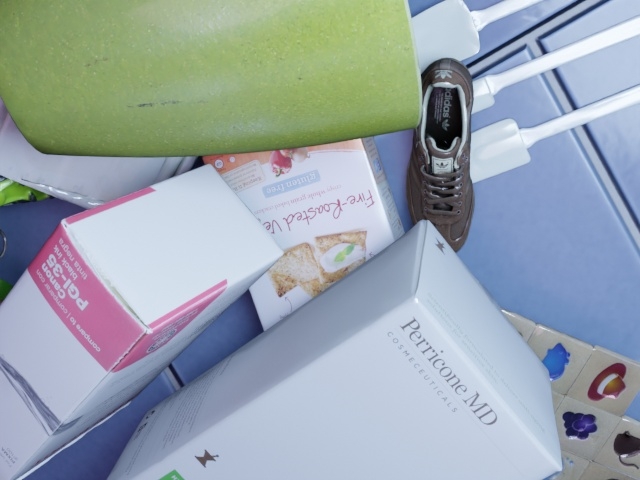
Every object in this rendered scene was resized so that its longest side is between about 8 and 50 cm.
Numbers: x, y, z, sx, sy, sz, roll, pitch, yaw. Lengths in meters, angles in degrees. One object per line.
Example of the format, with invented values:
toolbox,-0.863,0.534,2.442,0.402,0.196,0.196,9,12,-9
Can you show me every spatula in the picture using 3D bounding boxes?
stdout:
spatula,0.197,-0.162,0.796,0.242,0.019,0.168,-21,96,17

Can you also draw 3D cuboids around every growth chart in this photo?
growth chart,-0.219,-0.102,0.823,0.237,0.021,0.172,29,107,-33

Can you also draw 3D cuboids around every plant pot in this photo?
plant pot,-0.102,-0.176,0.689,0.293,0.275,0.275,-18,99,-1

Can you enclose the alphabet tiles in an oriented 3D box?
alphabet tiles,0.147,0.192,0.853,0.342,0.011,0.285,22,116,-1

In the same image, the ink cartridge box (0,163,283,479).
ink cartridge box,-0.198,0.078,0.807,0.117,0.207,0.283,50,123,5

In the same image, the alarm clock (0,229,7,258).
alarm clock,-0.398,-0.055,0.929,0.129,0.064,0.192,-41,85,12

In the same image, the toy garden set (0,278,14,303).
toy garden set,-0.451,0.005,0.875,0.203,0.244,0.049,17,73,23

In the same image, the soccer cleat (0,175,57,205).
soccer cleat,-0.323,-0.061,0.874,0.072,0.179,0.060,40,140,24

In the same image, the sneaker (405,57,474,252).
sneaker,0.106,-0.069,0.799,0.066,0.071,0.189,1,108,14

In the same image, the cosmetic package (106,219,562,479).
cosmetic package,0.004,0.174,0.776,0.365,0.155,0.197,-37,103,24

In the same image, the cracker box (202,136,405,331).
cracker box,0.000,0.000,0.853,0.155,0.067,0.232,-17,99,16
